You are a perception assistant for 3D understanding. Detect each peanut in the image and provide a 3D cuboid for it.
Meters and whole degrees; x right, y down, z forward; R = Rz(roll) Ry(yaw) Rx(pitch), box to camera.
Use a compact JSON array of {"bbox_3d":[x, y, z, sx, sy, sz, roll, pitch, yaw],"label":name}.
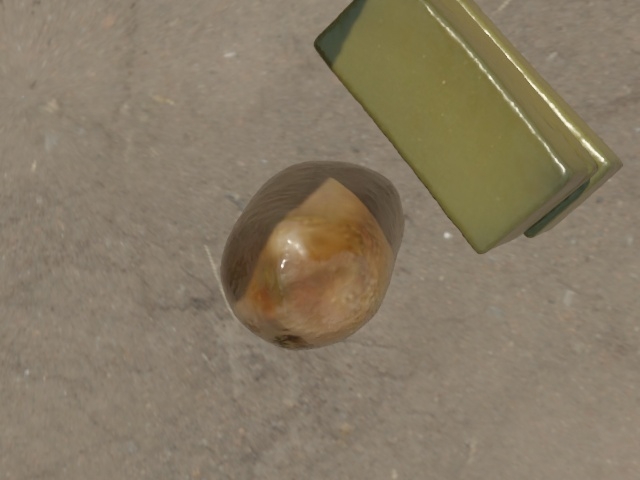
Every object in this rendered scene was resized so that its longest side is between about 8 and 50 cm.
[{"bbox_3d":[0.000,0.000,0.521,0.076,0.152,0.076,4,110,11],"label":"peanut"}]

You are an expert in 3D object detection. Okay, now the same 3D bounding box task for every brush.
[{"bbox_3d":[0.020,-0.101,0.442,0.047,0.103,0.233,-43,78,21],"label":"brush"}]
